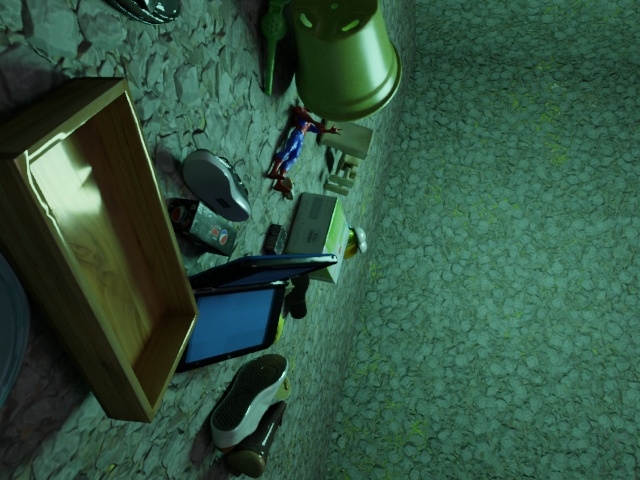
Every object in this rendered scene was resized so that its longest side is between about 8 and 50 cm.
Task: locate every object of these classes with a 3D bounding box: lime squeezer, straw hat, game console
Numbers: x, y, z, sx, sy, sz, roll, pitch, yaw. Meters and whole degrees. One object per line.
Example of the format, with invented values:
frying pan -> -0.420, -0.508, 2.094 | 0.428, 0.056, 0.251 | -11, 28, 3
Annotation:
lime squeezer -> -0.086, -0.486, 0.968 | 0.110, 0.059, 0.309 | 18, 82, -74
straw hat -> -0.153, 0.409, 1.274 | 0.061, 0.144, 0.144 | -39, 172, 14
game console -> -0.120, 0.138, 0.894 | 0.293, 0.250, 0.173 | 0, 74, -55

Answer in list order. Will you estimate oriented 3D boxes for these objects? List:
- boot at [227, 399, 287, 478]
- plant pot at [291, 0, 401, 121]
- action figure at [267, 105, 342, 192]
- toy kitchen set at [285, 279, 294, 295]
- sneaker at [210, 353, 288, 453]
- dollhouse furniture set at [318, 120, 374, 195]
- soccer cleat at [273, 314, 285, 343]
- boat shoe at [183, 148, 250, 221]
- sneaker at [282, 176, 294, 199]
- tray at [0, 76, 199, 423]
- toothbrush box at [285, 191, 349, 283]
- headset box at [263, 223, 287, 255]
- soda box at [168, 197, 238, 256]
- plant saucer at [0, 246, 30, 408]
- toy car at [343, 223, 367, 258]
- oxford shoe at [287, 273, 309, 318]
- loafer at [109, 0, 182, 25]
boot -> -0.153, 0.503, 1.164 | 0.206, 0.090, 0.248 | -54, 180, -37
plant pot -> 0.047, -0.456, 1.025 | 0.254, 0.277, 0.275 | 51, 50, -73
action figure -> -0.031, -0.258, 1.174 | 0.091, 0.139, 0.280 | 72, 29, -62
toy kitchen set -> -0.130, 0.123, 1.258 | 0.083, 0.075, 0.068 | -49, -122, 51
sneaker -> -0.181, 0.406, 1.134 | 0.290, 0.106, 0.122 | -41, 146, -52
dollhouse furniture set -> 0.067, -0.311, 1.561 | 0.242, 0.161, 0.211 | 122, -15, -69
soccer cleat -> -0.157, 0.166, 1.112 | 0.121, 0.094, 0.288 | -33, 140, -35
boat shoe -> -0.183, -0.113, 0.830 | 0.228, 0.080, 0.075 | 58, 27, -64
sneaker -> -0.089, -0.150, 1.230 | 0.083, 0.032, 0.036 | 88, 5, -52
tray -> -0.264, 0.030, 0.571 | 0.202, 0.076, 0.410 | -79, 168, -50
toothbrush box -> 0.000, 0.000, 1.463 | 0.283, 0.122, 0.206 | 67, 37, -66
headset box -> -0.121, 0.006, 1.197 | 0.062, 0.032, 0.083 | 68, 34, -63
soda box -> -0.212, -0.020, 0.813 | 0.169, 0.054, 0.059 | 53, 50, -69
plant saucer -> -0.368, 0.104, 0.360 | 0.318, 0.044, 0.316 | 10, 90, -75
toy car -> 0.094, -0.006, 1.800 | 0.182, 0.159, 0.136 | 72, -3, -59
oxford shoe -> -0.076, 0.144, 1.411 | 0.076, 0.076, 0.212 | -102, -166, -58
loafer -> -0.225, -0.341, 0.504 | 0.267, 0.084, 0.096 | 42, 59, -72
